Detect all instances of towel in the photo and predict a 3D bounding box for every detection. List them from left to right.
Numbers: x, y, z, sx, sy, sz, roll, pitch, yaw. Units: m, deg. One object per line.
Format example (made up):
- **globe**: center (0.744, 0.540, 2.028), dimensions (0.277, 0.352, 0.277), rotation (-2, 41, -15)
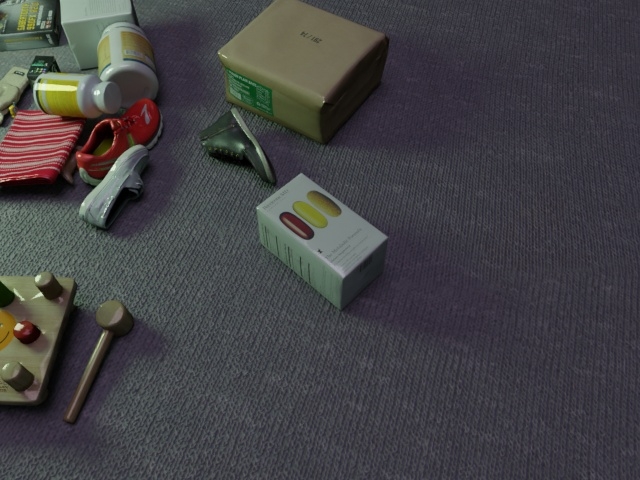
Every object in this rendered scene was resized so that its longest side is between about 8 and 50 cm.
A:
- **towel**: center (-0.683, -0.229, 1.385), dimensions (0.199, 0.031, 0.275), rotation (-2, 49, 8)

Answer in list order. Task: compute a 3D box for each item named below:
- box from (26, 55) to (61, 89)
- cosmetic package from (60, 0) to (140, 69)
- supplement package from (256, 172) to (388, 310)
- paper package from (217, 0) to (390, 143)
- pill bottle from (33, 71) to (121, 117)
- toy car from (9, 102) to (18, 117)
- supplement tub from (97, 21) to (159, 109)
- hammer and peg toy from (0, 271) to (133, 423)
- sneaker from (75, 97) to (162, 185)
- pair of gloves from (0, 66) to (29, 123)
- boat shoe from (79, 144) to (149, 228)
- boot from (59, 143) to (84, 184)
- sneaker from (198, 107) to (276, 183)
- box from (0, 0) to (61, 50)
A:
- **box**: center (-0.735, -0.441, 1.541), dimensions (0.052, 0.062, 0.083), rotation (2, 56, -1)
- **cosmetic package**: center (-0.596, -0.587, 1.589), dimensions (0.184, 0.151, 0.151), rotation (-12, 56, -10)
- **supplement package**: center (0.000, 0.000, 1.200), dimensions (0.244, 0.134, 0.139), rotation (38, 63, 23)
- **paper package**: center (-0.043, -0.442, 1.486), dimensions (0.325, 0.168, 0.309), rotation (28, 60, 17)
- **pill bottle**: center (-0.580, -0.348, 1.391), dimensions (0.184, 0.103, 0.103), rotation (7, 55, 13)
- **toy car**: center (-0.739, -0.355, 1.496), dimensions (0.060, 0.040, 0.122), rotation (33, 61, 20)
- **supplement tub**: center (-0.501, -0.455, 1.503), dimensions (0.144, 0.144, 0.199), rotation (-12, 56, -8)
- **hammer and peg toy**: center (-0.557, 0.184, 1.073), dimensions (0.361, 0.127, 0.266), rotation (2, 55, 1)
- **sneaker**: center (-0.474, -0.253, 1.380), dimensions (0.107, 0.118, 0.279), rotation (20, 58, 12)
- **pair of gloves**: center (-0.899, -0.393, 1.521), dimensions (0.240, 0.042, 0.204), rotation (11, 53, 5)
- **boat shoe**: center (-0.448, -0.119, 1.321), dimensions (0.081, 0.079, 0.227), rotation (28, 64, 7)
- **boot**: center (-0.593, -0.188, 1.381), dimensions (0.118, 0.042, 0.087), rotation (39, 63, 24)
- **sneaker**: center (-0.197, -0.203, 1.386), dimensions (0.118, 0.083, 0.222), rotation (-33, 67, 1)
- **box**: center (-0.854, -0.652, 1.690), dimensions (0.183, 0.056, 0.231), rotation (-6, 56, -5)
